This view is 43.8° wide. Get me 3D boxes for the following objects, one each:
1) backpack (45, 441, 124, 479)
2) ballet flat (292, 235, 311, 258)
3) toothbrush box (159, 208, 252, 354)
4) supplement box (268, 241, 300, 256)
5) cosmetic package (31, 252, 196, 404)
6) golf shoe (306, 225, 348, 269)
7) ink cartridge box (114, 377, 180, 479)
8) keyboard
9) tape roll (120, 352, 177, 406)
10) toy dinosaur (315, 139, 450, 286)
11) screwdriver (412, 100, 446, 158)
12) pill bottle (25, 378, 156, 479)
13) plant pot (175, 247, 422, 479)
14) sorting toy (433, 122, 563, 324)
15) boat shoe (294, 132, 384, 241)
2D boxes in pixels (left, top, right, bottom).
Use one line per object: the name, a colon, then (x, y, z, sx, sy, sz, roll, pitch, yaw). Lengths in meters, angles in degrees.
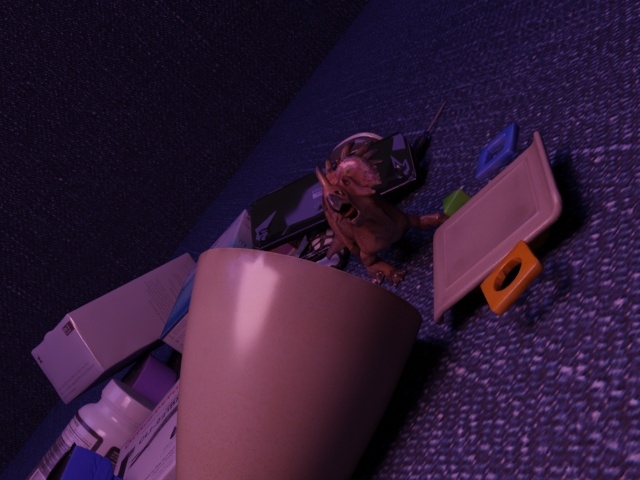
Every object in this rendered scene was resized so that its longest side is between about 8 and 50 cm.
backpack: (-0.317, 0.344, 1.028, 0.120, 0.101, 0.098, -47, 14, 34)
ballet flat: (-0.016, 0.026, 1.466, 0.168, 0.057, 0.052, -53, 42, 6)
toothbrush box: (-0.196, 0.097, 1.667, 0.216, 0.126, 0.295, -46, 14, 21)
supplement box: (-0.091, 0.007, 1.645, 0.055, 0.083, 0.043, -46, 16, 17)
cosmetic package: (-0.445, 0.197, 1.853, 0.217, 0.156, 0.385, -39, -4, 42)
golf shoe: (0.000, 0.000, 1.370, 0.077, 0.094, 0.198, -41, 19, 32)
ink cartridge box: (-0.206, 0.332, 1.142, 0.197, 0.114, 0.273, -49, 14, 11)
keyboard: (0.021, -0.047, 1.316, 0.317, 0.033, 0.202, -24, 48, 20)
tape roll: (-0.411, 0.352, 1.793, 0.189, 0.080, 0.189, -46, 15, 16)
toy dinosaur: (0.050, -0.043, 1.101, 0.127, 0.200, 0.295, -55, 14, -14)
screwdriver: (0.192, -0.199, 1.414, 0.025, 0.024, 0.170, -4, 40, 31)
pill bottle: (-0.438, 0.420, 1.546, 0.278, 0.162, 0.162, -53, 14, -9)
plant pot: (-0.049, 0.182, 0.839, 0.256, 0.256, 0.274, -22, 48, 63)
sorting toy: (0.197, -0.009, 0.886, 0.196, 0.047, 0.348, -49, 14, 28)
boat shoe: (0.031, -0.086, 1.481, 0.335, 0.112, 0.096, -37, 32, 57)
